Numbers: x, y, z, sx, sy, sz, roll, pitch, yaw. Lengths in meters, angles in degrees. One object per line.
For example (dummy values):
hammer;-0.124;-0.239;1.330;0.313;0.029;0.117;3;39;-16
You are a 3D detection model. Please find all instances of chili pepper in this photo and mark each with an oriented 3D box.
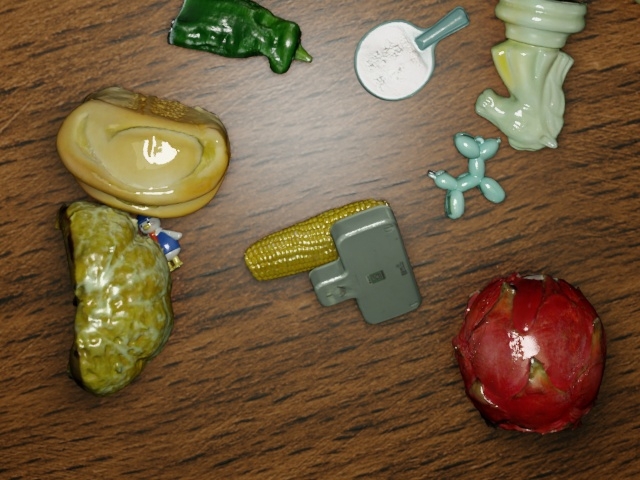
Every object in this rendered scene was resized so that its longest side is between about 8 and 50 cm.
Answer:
chili pepper;-0.141;-0.395;1.842;0.270;0.099;0.136;19;71;2

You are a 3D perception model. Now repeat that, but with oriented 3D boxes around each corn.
corn;0.000;0.000;1.887;0.305;0.106;0.106;-18;96;4

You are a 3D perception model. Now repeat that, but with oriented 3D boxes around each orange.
orange;-0.380;0.108;1.803;0.210;0.271;0.369;-2;94;-8

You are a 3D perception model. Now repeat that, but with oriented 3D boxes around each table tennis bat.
table tennis bat;0.180;-0.374;1.883;0.244;0.040;0.153;-32;95;7

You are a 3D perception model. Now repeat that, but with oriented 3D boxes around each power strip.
power strip;0.077;0.061;1.846;0.193;0.059;0.265;-21;134;1

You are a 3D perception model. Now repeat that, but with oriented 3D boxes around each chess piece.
chess piece;0.396;-0.320;1.850;0.175;0.176;0.298;7;109;-2

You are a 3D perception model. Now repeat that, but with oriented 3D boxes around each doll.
doll;-0.320;-0.005;1.899;0.098;0.057;0.143;-28;91;19
doll;0.295;-0.136;1.897;0.159;0.059;0.159;-27;97;3

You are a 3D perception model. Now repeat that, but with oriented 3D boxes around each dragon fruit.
dragon fruit;0.399;0.213;1.832;0.295;0.295;0.302;-1;81;-1

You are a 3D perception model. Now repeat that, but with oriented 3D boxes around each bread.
bread;-0.322;-0.145;1.787;0.315;0.270;0.211;10;109;-9

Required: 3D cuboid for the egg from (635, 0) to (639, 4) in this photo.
egg;0.641;-0.520;1.817;0.164;0.164;0.201;-40;92;3
